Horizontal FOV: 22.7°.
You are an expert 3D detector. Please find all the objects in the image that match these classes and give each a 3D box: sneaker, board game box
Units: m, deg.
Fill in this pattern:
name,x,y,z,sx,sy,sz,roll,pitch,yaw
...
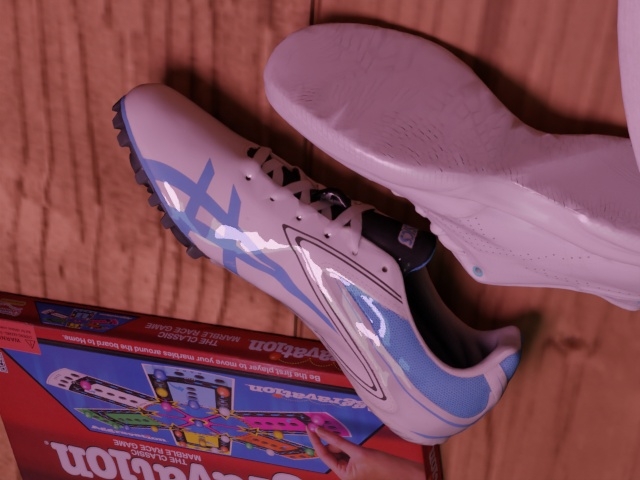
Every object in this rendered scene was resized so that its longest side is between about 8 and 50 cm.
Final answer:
name,x,y,z,sx,sy,sz,roll,pitch,yaw
sneaker,0.067,-0.022,0.730,0.212,0.080,0.094,25,145,5
board game box,-0.066,0.110,0.932,0.281,0.027,0.145,7,130,22
sneaker,0.000,0.000,0.781,0.237,0.085,0.086,42,110,-6

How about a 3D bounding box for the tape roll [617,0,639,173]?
name,x,y,z,sx,sy,sz,roll,pitch,yaw
tape roll,0.294,-0.067,0.528,0.392,0.072,0.392,14,122,23
